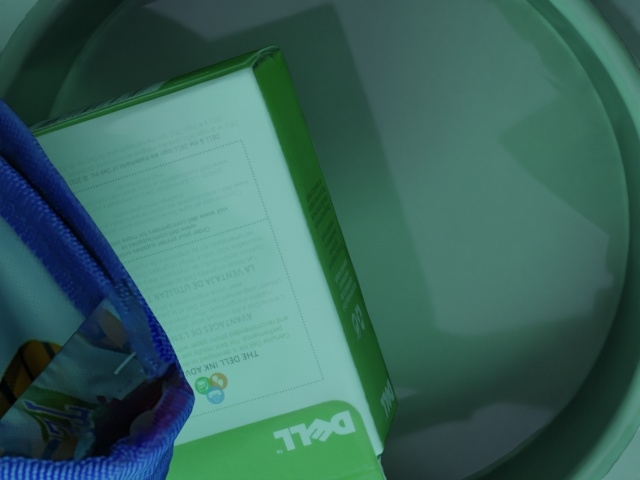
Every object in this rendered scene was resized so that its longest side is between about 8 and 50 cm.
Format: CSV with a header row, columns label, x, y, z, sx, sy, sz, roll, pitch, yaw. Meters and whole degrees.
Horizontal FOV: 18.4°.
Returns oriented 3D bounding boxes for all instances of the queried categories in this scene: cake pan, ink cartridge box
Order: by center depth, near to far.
label,x,y,z,sx,sy,sz,roll,pitch,yaw
ink cartridge box,-0.037,0.042,0.756,0.109,0.062,0.209,-17,100,12
cake pan,0.000,0.000,0.802,0.293,0.054,0.293,2,102,8

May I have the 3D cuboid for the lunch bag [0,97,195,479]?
label,x,y,z,sx,sy,sz,roll,pitch,yaw
lunch bag,-0.249,0.079,0.725,0.385,0.239,0.328,28,129,9
